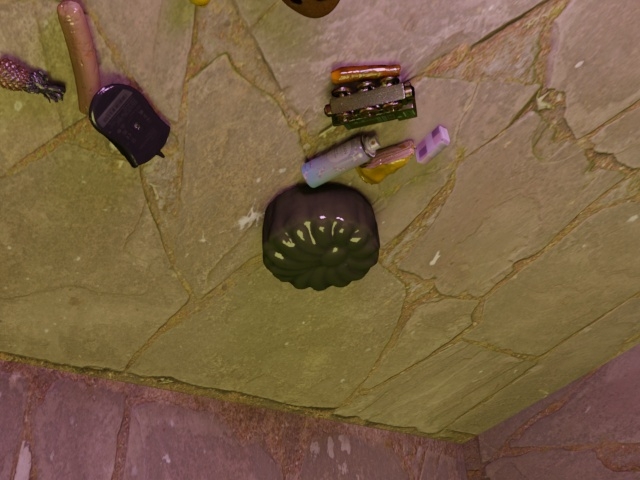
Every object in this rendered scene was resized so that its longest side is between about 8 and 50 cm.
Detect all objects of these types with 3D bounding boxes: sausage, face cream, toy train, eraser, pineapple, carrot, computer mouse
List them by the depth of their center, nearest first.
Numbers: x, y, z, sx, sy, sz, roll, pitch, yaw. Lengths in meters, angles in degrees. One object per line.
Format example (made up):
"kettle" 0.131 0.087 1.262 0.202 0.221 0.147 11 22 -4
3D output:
"sausage" -0.554 -0.418 1.526 0.066 0.065 0.301 3 144 -6
"pineapple" -0.695 -0.378 1.571 0.160 0.074 0.074 16 139 -34
"carrot" 0.111 -0.403 1.581 0.171 0.042 0.042 -4 142 2
"toy train" 0.127 -0.334 1.616 0.226 0.090 0.137 -9 170 17
"computer mouse" -0.485 -0.294 1.654 0.147 0.088 0.264 -50 137 -12
"eraser" 0.300 -0.255 1.760 0.026 0.065 0.105 23 135 -26
"face cream" 0.060 -0.222 1.786 0.230 0.075 0.075 -25 136 25

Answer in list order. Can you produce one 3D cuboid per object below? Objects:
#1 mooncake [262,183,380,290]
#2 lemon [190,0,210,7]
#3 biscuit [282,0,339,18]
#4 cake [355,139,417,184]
"mooncake" 0.000 0.000 1.973 0.357 0.194 0.356 -1 143 0
"lemon" -0.258 -0.532 1.389 0.062 0.062 0.083 -8 141 8
"biscuit" -0.078 -0.594 1.235 0.283 0.064 0.432 7 147 28
"cake" 0.187 -0.200 1.818 0.185 0.079 0.116 -16 137 11
